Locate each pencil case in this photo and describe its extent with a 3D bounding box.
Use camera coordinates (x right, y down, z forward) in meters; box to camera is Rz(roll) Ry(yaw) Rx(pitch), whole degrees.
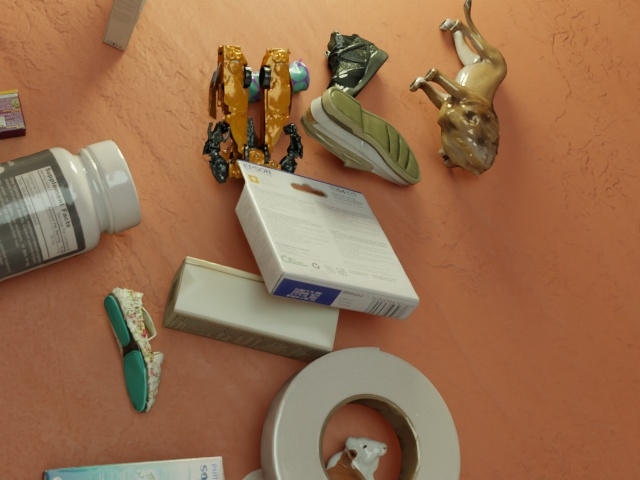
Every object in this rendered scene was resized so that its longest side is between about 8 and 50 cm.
[{"bbox_3d":[-0.101,-0.338,2.019,0.151,0.064,0.070,-14,87,-21],"label":"pencil case"}]

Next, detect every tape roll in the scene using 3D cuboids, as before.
[{"bbox_3d":[0.079,0.393,1.768,0.392,0.072,0.392,8,69,-21],"label":"tape roll"}]

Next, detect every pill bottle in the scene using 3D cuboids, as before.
[{"bbox_3d":[-0.527,-0.050,1.732,0.361,0.204,0.204,-20,82,-21],"label":"pill bottle"}]

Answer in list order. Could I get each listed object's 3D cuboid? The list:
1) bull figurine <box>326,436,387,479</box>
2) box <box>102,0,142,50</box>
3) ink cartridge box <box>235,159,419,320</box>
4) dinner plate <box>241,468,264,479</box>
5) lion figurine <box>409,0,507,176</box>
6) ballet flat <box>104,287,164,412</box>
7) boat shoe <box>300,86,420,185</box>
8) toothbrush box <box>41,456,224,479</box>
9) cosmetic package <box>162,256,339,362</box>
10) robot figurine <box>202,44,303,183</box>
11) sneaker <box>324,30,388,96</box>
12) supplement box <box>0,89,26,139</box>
[{"bbox_3d":[0.033,0.518,1.803,0.310,0.101,0.188,-38,84,-23],"label":"bull figurine"},{"bbox_3d":[-0.345,-0.541,1.860,0.058,0.322,0.232,22,69,-14],"label":"box"},{"bbox_3d":[0.000,0.000,1.861,0.324,0.071,0.330,13,34,-34],"label":"ink cartridge box"},{"bbox_3d":[-0.098,0.505,1.815,0.141,0.017,0.141,5,73,-17],"label":"dinner plate"},{"bbox_3d":[0.342,-0.346,2.123,0.240,0.142,0.392,35,64,-13],"label":"lion figurine"},{"bbox_3d":[-0.337,0.200,1.791,0.077,0.091,0.241,-11,82,-42],"label":"ballet flat"},{"bbox_3d":[0.087,-0.205,2.010,0.302,0.103,0.113,38,39,-29],"label":"boat shoe"},{"bbox_3d":[-0.328,0.449,1.651,0.295,0.216,0.126,-1,76,-19],"label":"toothbrush box"},{"bbox_3d":[-0.134,0.138,1.828,0.309,0.160,0.113,15,71,-14],"label":"cosmetic package"},{"bbox_3d":[-0.138,-0.245,1.935,0.211,0.085,0.291,0,97,-21],"label":"robot figurine"},{"bbox_3d":[0.039,-0.363,2.061,0.130,0.087,0.227,38,65,-2],"label":"sneaker"},{"bbox_3d":[-0.606,-0.244,1.846,0.055,0.043,0.083,-11,78,-20],"label":"supplement box"}]
